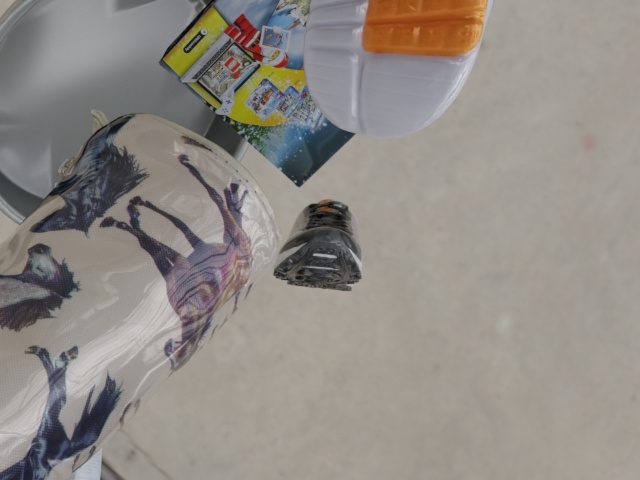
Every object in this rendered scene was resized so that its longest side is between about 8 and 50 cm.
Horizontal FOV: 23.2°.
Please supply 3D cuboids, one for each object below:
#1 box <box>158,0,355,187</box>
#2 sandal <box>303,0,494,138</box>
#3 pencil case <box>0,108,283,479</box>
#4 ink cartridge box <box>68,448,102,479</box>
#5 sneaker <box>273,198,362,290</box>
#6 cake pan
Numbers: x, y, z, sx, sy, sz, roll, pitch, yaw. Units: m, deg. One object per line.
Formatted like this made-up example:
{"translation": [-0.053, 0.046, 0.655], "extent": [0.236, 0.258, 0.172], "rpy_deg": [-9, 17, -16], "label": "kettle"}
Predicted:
{"translation": [0.004, -0.175, 1.265], "extent": [0.159, 0.044, 0.233], "rpy_deg": [41, 114, -14], "label": "box"}
{"translation": [0.066, -0.184, 0.853], "extent": [0.076, 0.102, 0.265], "rpy_deg": [-19, 125, -63], "label": "sandal"}
{"translation": [-0.218, 0.083, 1.094], "extent": [0.410, 0.183, 0.160], "rpy_deg": [-46, 147, -29], "label": "pencil case"}
{"translation": [-0.328, 0.236, 1.693], "extent": [0.045, 0.223, 0.224], "rpy_deg": [19, 70, -52], "label": "ink cartridge box"}
{"translation": [0.000, 0.000, 1.819], "extent": [0.100, 0.271, 0.108], "rpy_deg": [6, 86, -1], "label": "sneaker"}
{"translation": [-0.194, -0.134, 1.456], "extent": [0.293, 0.054, 0.293], "rpy_deg": [-14, 125, -21], "label": "cake pan"}
